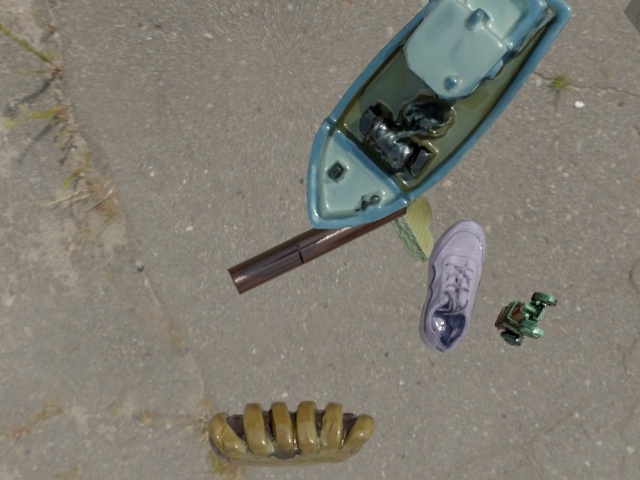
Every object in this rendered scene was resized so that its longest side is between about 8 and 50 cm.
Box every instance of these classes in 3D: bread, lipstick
[{"bbox_3d":[-0.040,0.269,0.777,0.225,0.081,0.134,-2,150,-4],"label":"bread"},{"bbox_3d":[0.293,-0.044,1.774,0.173,0.064,0.232,15,63,-38],"label":"bread"},{"bbox_3d":[0.000,0.000,1.036,0.357,0.057,0.057,-26,108,-13],"label":"lipstick"}]

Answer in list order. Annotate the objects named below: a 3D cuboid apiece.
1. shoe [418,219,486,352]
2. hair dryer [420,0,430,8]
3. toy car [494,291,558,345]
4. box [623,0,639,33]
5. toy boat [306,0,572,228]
[{"bbox_3d":[0.232,0.082,0.965,0.095,0.137,0.245,15,92,3],"label":"shoe"},{"bbox_3d":[0.289,-0.741,1.455,0.128,0.203,0.362,-41,80,42],"label":"hair dryer"},{"bbox_3d":[0.321,0.122,0.881,0.054,0.143,0.073,30,78,12],"label":"toy car"},{"bbox_3d":[0.719,-0.378,1.040,0.106,0.200,0.299,-34,84,17],"label":"box"},{"bbox_3d":[0.098,-0.137,0.587,0.145,0.133,0.332,45,114,8],"label":"toy boat"}]
